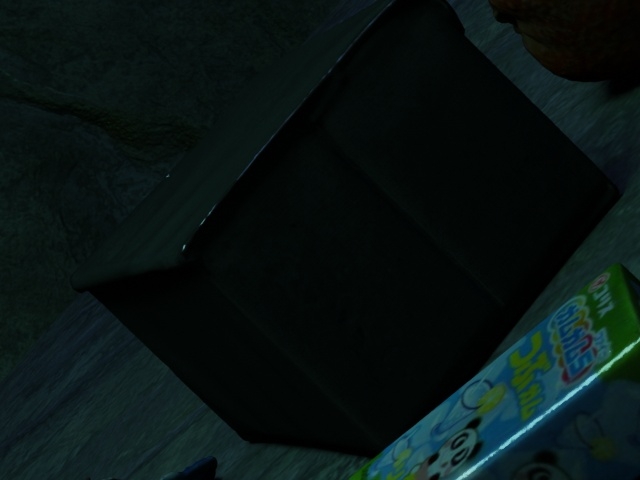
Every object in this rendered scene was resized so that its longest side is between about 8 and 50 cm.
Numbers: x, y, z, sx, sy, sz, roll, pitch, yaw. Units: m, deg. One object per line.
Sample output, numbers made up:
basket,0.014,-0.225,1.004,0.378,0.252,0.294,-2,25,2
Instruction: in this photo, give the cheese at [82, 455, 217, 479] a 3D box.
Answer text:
cheese,-0.158,0.228,1.002,0.286,0.074,0.189,-22,-43,-58

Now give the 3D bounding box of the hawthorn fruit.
hawthorn fruit,0.247,-0.249,1.141,0.262,0.210,0.210,-24,17,15

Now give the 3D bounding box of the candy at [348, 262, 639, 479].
candy,0.098,0.105,0.739,0.194,0.062,0.097,-41,12,16

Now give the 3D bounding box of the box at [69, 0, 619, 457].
box,-0.001,-0.001,1.091,0.251,0.204,0.345,-49,12,-16
